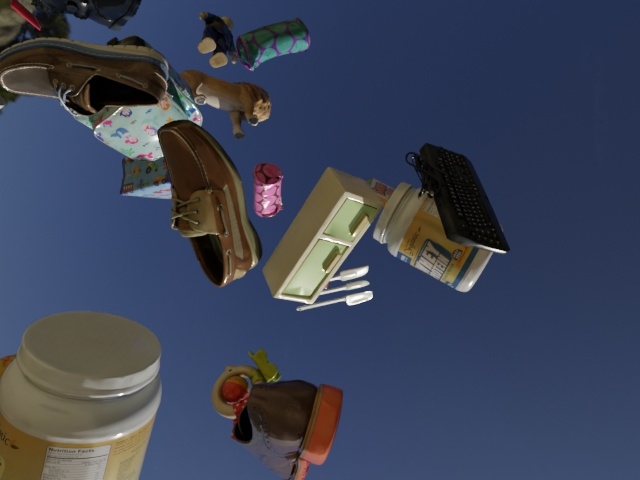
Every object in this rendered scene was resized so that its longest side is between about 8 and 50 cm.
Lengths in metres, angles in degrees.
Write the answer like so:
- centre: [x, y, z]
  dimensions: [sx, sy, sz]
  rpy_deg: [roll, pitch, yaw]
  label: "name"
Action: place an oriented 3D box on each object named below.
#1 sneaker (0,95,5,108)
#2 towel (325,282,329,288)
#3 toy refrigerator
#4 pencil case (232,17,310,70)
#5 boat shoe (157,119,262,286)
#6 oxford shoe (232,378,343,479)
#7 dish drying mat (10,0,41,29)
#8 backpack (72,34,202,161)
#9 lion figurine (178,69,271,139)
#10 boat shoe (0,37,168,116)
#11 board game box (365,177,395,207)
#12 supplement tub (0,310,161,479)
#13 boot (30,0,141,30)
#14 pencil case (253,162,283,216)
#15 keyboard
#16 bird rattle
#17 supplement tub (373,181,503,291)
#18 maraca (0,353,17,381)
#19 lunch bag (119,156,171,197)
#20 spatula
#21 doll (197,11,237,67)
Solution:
- centre: [-0.628, -0.240, 0.882]
  dimensions: [0.070, 0.051, 0.134]
  rpy_deg: [-35, -143, 2]
  label: "sneaker"
- centre: [0.047, 0.026, 1.242]
  dimensions: [0.031, 0.275, 0.199]
  rpy_deg: [31, -91, -1]
  label: "towel"
- centre: [0.000, 0.000, 0.955]
  dimensions: [0.270, 0.102, 0.094]
  rpy_deg: [-55, -140, 24]
  label: "toy refrigerator"
- centre: [-0.095, -0.391, 0.962]
  dimensions: [0.064, 0.151, 0.070]
  rpy_deg: [38, -33, 41]
  label: "pencil case"
- centre: [-0.205, -0.052, 0.871]
  dimensions: [0.122, 0.120, 0.324]
  rpy_deg: [4, -51, 35]
  label: "boat shoe"
- centre: [-0.047, 0.215, 0.562]
  dimensions: [0.271, 0.098, 0.097]
  rpy_deg: [108, -1, -54]
  label: "oxford shoe"
- centre: [-0.723, -0.557, 1.188]
  dimensions: [0.008, 0.083, 0.032]
  rpy_deg: [-16, -114, 12]
  label: "dish drying mat"
- centre: [-0.399, -0.297, 1.099]
  dimensions: [0.225, 0.253, 0.191]
  rpy_deg: [-32, -114, 9]
  label: "backpack"
- centre: [-0.317, -0.445, 1.482]
  dimensions: [0.142, 0.392, 0.240]
  rpy_deg: [-43, -137, 35]
  label: "lion figurine"
- centre: [-0.264, -0.177, 0.535]
  dimensions: [0.066, 0.183, 0.066]
  rpy_deg: [99, -16, -64]
  label: "boat shoe"
- centre: [0.239, -0.143, 1.646]
  dimensions: [0.259, 0.124, 0.039]
  rpy_deg: [27, -60, 16]
  label: "board game box"
- centre: [-0.381, 0.294, 0.755]
  dimensions: [0.228, 0.228, 0.316]
  rpy_deg: [28, -74, 39]
  label: "supplement tub"
- centre: [-0.541, -0.579, 1.113]
  dimensions: [0.246, 0.207, 0.094]
  rpy_deg: [-8, -96, 50]
  label: "boot"
- centre: [-0.167, -0.161, 1.560]
  dimensions: [0.098, 0.209, 0.095]
  rpy_deg: [9, -117, -2]
  label: "pencil case"
- centre: [0.160, -0.066, 0.568]
  dimensions: [0.192, 0.100, 0.038]
  rpy_deg: [-92, -164, -50]
  label: "keyboard"
- centre: [-0.219, 0.451, 1.405]
  dimensions: [0.206, 0.143, 0.254]
  rpy_deg: [1, -127, 24]
  label: "bird rattle"
- centre: [0.213, -0.011, 0.893]
  dimensions: [0.199, 0.144, 0.144]
  rpy_deg: [29, -78, 15]
  label: "supplement tub"
- centre: [-0.591, 0.267, 0.950]
  dimensions: [0.099, 0.185, 0.127]
  rpy_deg: [56, -36, -3]
  label: "maraca"
- centre: [-0.501, -0.200, 1.682]
  dimensions: [0.220, 0.293, 0.138]
  rpy_deg: [-8, -105, 28]
  label: "lunch bag"
- centre: [0.033, 0.154, 1.449]
  dimensions: [0.241, 0.168, 0.019]
  rpy_deg: [-13, -129, 0]
  label: "spatula"
- centre: [-0.227, -0.455, 1.091]
  dimensions: [0.046, 0.129, 0.189]
  rpy_deg: [-25, -141, 21]
  label: "doll"
